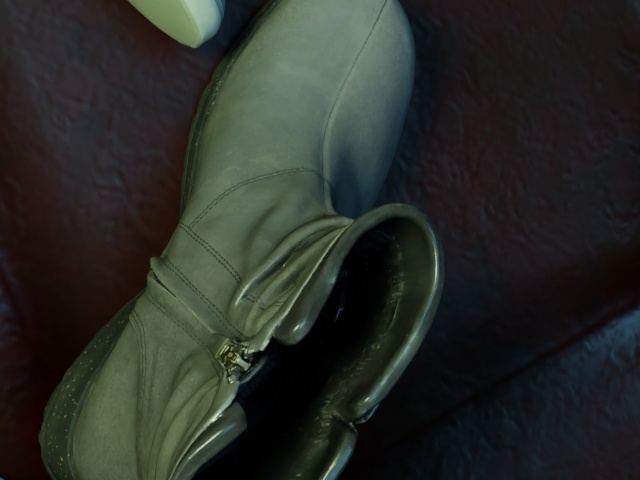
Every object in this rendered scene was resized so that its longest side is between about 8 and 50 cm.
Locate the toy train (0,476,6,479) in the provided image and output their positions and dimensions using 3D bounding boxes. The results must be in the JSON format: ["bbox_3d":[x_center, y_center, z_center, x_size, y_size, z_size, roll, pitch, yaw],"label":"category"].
[{"bbox_3d":[-0.147,0.232,0.786,0.105,0.143,0.248,-4,93,-19],"label":"toy train"}]

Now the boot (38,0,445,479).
[{"bbox_3d":[0.000,0.000,0.824,0.118,0.222,0.338,30,74,-21],"label":"boot"}]

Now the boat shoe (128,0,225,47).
[{"bbox_3d":[-0.104,-0.211,0.868,0.081,0.079,0.227,-37,99,-20],"label":"boat shoe"}]
